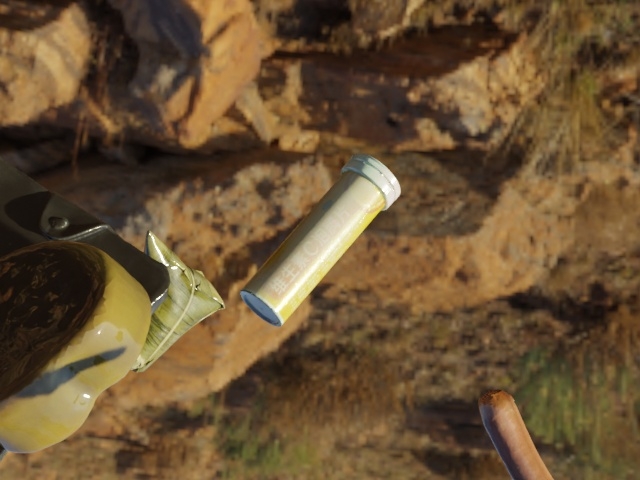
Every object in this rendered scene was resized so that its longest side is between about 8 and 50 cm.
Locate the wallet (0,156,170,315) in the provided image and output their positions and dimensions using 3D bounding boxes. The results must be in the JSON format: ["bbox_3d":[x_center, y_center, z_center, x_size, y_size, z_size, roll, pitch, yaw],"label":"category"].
[{"bbox_3d":[-0.379,0.029,1.504,0.377,0.197,0.051,32,158,21],"label":"wallet"}]

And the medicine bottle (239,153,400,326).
[{"bbox_3d":[0.000,0.000,1.291,0.074,0.218,0.074,35,159,15],"label":"medicine bottle"}]

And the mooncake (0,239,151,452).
[{"bbox_3d":[-0.309,0.110,1.253,0.234,0.235,0.117,-6,143,30],"label":"mooncake"}]

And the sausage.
[{"bbox_3d":[0.219,0.238,1.191,0.040,0.177,0.047,-21,167,-27],"label":"sausage"}]

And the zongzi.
[{"bbox_3d":[-0.278,0.101,1.729,0.094,0.205,0.204,46,177,36],"label":"zongzi"}]

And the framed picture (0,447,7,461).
[{"bbox_3d":[-0.502,0.189,1.394,0.323,0.244,0.013,31,172,28],"label":"framed picture"}]
